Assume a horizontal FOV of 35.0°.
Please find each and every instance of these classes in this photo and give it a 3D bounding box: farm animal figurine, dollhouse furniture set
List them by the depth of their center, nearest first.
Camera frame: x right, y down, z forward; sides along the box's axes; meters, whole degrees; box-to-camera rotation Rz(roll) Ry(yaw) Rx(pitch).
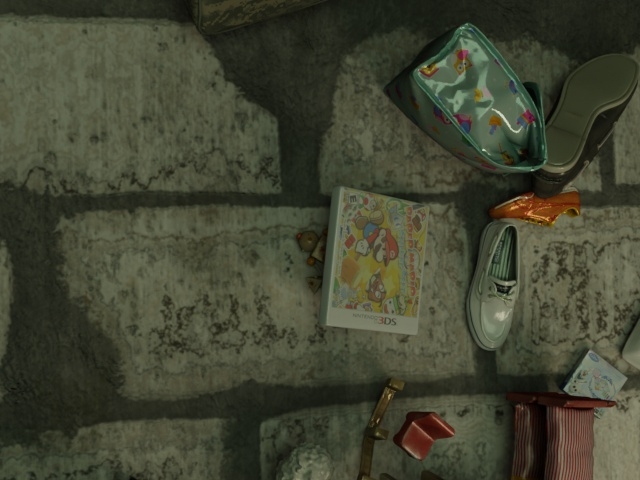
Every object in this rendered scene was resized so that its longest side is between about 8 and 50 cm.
[{"bbox_3d":[-0.027,0.536,1.596,0.327,0.172,0.330,-40,95,-12],"label":"farm animal figurine"},{"bbox_3d":[0.287,0.351,1.631,0.374,0.152,0.201,4,86,-31],"label":"dollhouse furniture set"}]

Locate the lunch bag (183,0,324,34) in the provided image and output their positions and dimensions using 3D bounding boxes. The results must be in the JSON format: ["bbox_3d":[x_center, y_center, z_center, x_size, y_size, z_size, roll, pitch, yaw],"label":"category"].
[{"bbox_3d":[-0.109,-0.509,1.632,0.305,0.212,0.256,-22,74,-15],"label":"lunch bag"}]

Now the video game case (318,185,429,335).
[{"bbox_3d":[0.093,0.037,1.685,0.206,0.026,0.227,10,83,-39],"label":"video game case"}]

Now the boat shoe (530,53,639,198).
[{"bbox_3d":[0.454,-0.205,1.784,0.112,0.095,0.335,29,57,19],"label":"boat shoe"}]

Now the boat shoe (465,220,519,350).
[{"bbox_3d":[0.300,0.077,1.745,0.083,0.076,0.226,2,86,-11],"label":"boat shoe"}]

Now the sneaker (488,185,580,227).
[{"bbox_3d":[0.379,-0.053,1.777,0.175,0.064,0.067,-8,84,-12],"label":"sneaker"}]

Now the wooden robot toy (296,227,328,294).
[{"bbox_3d":[0.000,0.000,1.694,0.079,0.076,0.173,28,81,2],"label":"wooden robot toy"}]

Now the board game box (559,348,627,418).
[{"bbox_3d":[0.484,0.254,1.801,0.090,0.020,0.090,38,80,-7],"label":"board game box"}]

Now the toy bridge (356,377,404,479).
[{"bbox_3d":[0.093,0.322,1.690,0.026,0.063,0.188,21,74,-11],"label":"toy bridge"}]

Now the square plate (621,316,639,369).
[{"bbox_3d":[0.766,0.150,1.849,0.347,0.049,0.344,32,81,-10],"label":"square plate"}]

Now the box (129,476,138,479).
[{"bbox_3d":[-0.304,0.521,1.543,0.143,0.165,0.270,34,81,-7],"label":"box"}]

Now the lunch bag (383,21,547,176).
[{"bbox_3d":[0.257,-0.213,1.680,0.262,0.223,0.160,45,86,-7],"label":"lunch bag"}]
